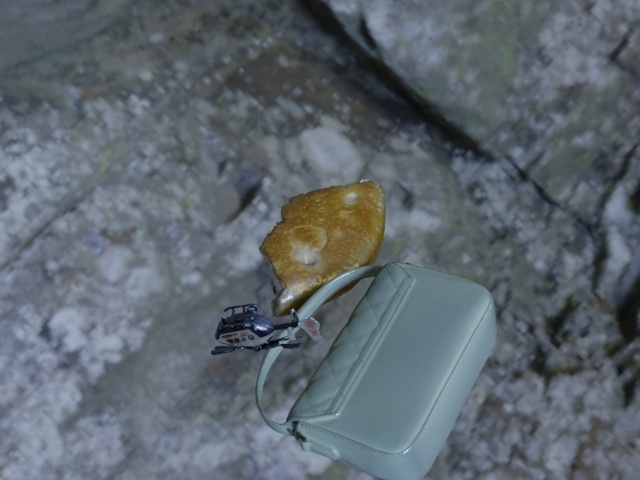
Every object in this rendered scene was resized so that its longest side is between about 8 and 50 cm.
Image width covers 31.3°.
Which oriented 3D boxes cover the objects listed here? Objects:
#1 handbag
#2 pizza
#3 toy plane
[{"bbox_3d":[0.055,0.128,1.233,0.256,0.219,0.079,-55,147,-30],"label":"handbag"},{"bbox_3d":[0.004,0.004,1.412,0.271,0.134,0.056,-64,167,-47],"label":"pizza"},{"bbox_3d":[-0.059,0.089,1.130,0.121,0.049,0.031,-10,-147,17],"label":"toy plane"}]
